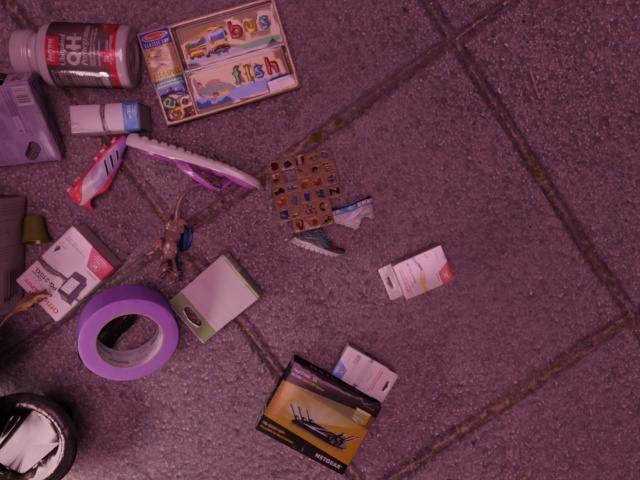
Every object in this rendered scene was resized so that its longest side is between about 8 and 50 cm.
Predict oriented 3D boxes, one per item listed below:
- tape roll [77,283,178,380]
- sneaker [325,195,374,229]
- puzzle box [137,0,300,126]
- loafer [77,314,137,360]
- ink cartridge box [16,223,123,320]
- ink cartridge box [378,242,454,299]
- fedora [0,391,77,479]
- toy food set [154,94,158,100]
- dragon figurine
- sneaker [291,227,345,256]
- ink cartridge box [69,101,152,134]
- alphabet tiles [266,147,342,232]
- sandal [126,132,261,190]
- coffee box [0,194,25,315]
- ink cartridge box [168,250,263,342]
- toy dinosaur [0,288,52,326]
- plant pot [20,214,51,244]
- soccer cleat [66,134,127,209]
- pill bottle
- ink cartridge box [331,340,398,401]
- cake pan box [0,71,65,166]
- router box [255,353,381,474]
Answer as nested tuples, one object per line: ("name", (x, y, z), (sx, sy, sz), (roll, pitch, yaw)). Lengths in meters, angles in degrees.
("tape roll", (-0.555, 0.267, 1.767), (0.274, 0.090, 0.275), (-11, 119, -20))
("sneaker", (0.075, -0.065, 1.821), (0.190, 0.071, 0.083), (-18, 102, -1))
("puzzle box", (-0.287, -0.515, 1.764), (0.408, 0.052, 0.272), (-18, 95, -3))
("loafer", (-0.645, 0.273, 1.840), (0.223, 0.076, 0.078), (-45, 59, 4))
("ink cartridge box", (-0.735, 0.094, 1.800), (0.237, 0.100, 0.172), (-43, 95, 4))
("ink cartridge box", (0.286, 0.101, 1.841), (0.198, 0.067, 0.115), (-24, 96, 1))
("fedora", (-0.852, 0.577, 1.816), (0.333, 0.152, 0.334), (1, 99, 4))
("toy food set", (-0.420, -0.427, 1.797), (0.122, 0.019, 0.078), (-32, 95, 2))
("dragon figurine", (-0.427, -0.016, 1.804), (0.085, 0.144, 0.289), (11, 76, -1))
("sneaker", (0.000, 0.000, 1.830), (0.166, 0.065, 0.076), (18, 90, -5))
("ink cartridge box", (-0.592, -0.343, 1.741), (0.190, 0.139, 0.082), (-2, 97, -1))
("alphabet tiles", (-0.040, -0.146, 1.796), (0.198, 0.009, 0.237), (-13, 74, 0))
("sandal", (-0.365, -0.198, 1.755), (0.416, 0.169, 0.102), (20, 92, 9))
("coffee box", (-1.046, 0.039, 1.669), (0.334, 0.337, 0.339), (4, 96, -1))
("ink cartridge box", (-0.316, 0.171, 1.841), (0.235, 0.056, 0.171), (-39, 95, 13))
("toy dinosaur", (-0.827, 0.178, 1.711), (0.183, 0.092, 0.053), (-32, 96, 5))
("plant pot", (-0.843, -0.032, 1.803), (0.083, 0.083, 0.079), (-9, 84, 0))
("soccer cleat", (-0.634, -0.201, 1.792), (0.095, 0.083, 0.248), (41, 93, -22))
("pill bottle", (-0.678, -0.515, 1.705), (0.318, 0.176, 0.177), (1, 95, -2))
("ink cartridge box", (0.134, 0.401, 1.870), (0.180, 0.060, 0.104), (31, 93, -4))
("cake pan box", (-0.881, -0.333, 1.705), (0.245, 0.070, 0.267), (-9, 132, -1))
("router box", (-0.007, 0.530, 1.869), (0.308, 0.081, 0.243), (28, 94, -4))
